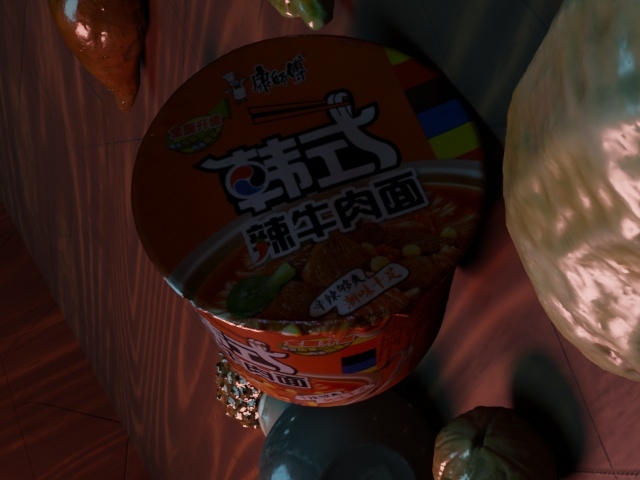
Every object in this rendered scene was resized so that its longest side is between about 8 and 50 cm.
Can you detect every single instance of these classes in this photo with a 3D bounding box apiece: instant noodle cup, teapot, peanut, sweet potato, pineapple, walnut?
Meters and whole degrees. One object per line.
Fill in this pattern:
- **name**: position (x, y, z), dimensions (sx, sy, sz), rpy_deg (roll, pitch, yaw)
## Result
- **instant noodle cup**: position (0.000, 0.000, 0.986), dimensions (0.250, 0.250, 0.192), rpy_deg (54, 167, 28)
- **teapot**: position (0.013, 0.208, 1.318), dimensions (0.251, 0.183, 0.184), rpy_deg (-137, 25, -72)
- **peanut**: position (0.172, -0.046, 0.590), dimensions (0.174, 0.158, 0.340), rpy_deg (32, 161, 2)
- **sweet potato**: position (-0.254, -0.269, 1.483), dimensions (0.112, 0.112, 0.359), rpy_deg (52, 161, 31)
- **pineapple**: position (-0.063, 0.098, 1.462), dimensions (0.125, 0.125, 0.251), rpy_deg (49, 151, 37)
- **walnut**: position (0.138, 0.187, 1.050), dimensions (0.105, 0.105, 0.124), rpy_deg (50, 161, 36)

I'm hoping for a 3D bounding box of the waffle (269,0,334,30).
- **waffle**: position (-0.054, -0.281, 1.022), dimensions (0.223, 0.054, 0.204), rpy_deg (50, 157, 32)
